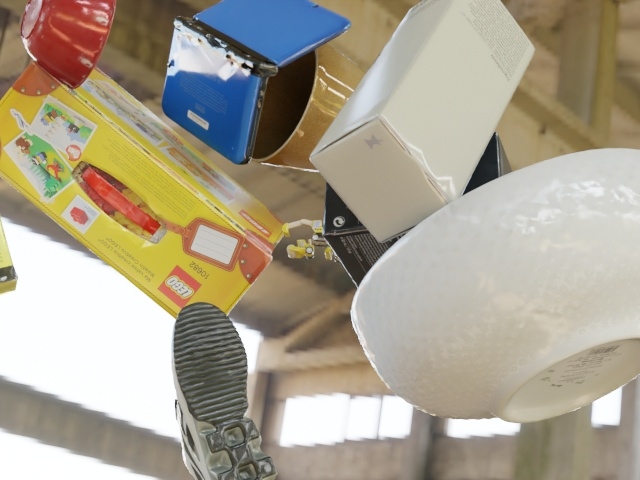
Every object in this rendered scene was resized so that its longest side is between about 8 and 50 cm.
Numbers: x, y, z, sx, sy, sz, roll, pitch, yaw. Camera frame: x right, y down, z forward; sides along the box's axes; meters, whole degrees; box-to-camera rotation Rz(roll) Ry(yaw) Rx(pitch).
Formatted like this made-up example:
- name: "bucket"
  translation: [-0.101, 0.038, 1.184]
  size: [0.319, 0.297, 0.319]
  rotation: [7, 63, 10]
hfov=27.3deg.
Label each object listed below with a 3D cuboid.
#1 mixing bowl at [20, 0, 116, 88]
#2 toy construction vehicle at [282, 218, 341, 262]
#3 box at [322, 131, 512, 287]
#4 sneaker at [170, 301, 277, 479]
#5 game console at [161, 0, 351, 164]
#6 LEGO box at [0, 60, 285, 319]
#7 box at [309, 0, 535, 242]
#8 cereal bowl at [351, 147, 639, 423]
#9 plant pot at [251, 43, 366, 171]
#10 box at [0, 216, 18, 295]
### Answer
- name: "mixing bowl"
  translation: [-0.394, -0.332, 2.012]
  size: [0.098, 0.181, 0.181]
  rotation: [18, -22, -30]
- name: "toy construction vehicle"
  translation: [0.000, 0.000, 1.837]
  size: [0.098, 0.035, 0.086]
  rotation: [2, -22, 9]
- name: "box"
  translation: [0.129, 0.003, 1.417]
  size: [0.184, 0.103, 0.261]
  rotation: [-5, -29, 17]
- name: "sneaker"
  translation: [-0.169, 0.261, 1.962]
  size: [0.122, 0.331, 0.146]
  rotation: [-7, -13, -30]
- name: "game console"
  translation: [-0.113, -0.284, 2.192]
  size: [0.173, 0.250, 0.293]
  rotation: [-1, 23, -34]
- name: "LEGO box"
  translation: [-0.311, -0.085, 2.293]
  size: [0.500, 0.193, 0.372]
  rotation: [40, 8, -2]
- name: "box"
  translation: [0.101, -0.129, 1.216]
  size: [0.094, 0.275, 0.113]
  rotation: [-26, -70, 40]
- name: "cereal bowl"
  translation: [0.206, 0.070, 1.209]
  size: [0.339, 0.141, 0.339]
  rotation: [-17, -28, -9]
- name: "plant pot"
  translation: [0.023, -0.209, 2.274]
  size: [0.254, 0.237, 0.237]
  rotation: [20, -23, -32]
- name: "box"
  translation: [-0.318, -0.062, 1.083]
  size: [0.087, 0.232, 0.058]
  rotation: [-15, -7, -17]
